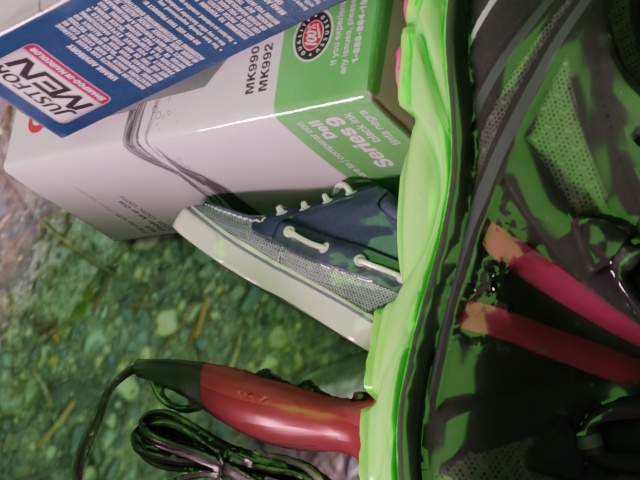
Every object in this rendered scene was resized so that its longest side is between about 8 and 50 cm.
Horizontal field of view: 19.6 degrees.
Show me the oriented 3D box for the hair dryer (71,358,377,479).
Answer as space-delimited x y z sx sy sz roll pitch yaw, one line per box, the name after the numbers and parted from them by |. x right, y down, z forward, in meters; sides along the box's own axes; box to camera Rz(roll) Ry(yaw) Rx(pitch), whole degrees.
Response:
0.004 0.100 0.988 0.293 0.080 0.224 -41 72 11 | hair dryer

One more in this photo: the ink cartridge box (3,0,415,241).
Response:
-0.042 -0.129 1.155 0.289 0.121 0.211 -9 61 35 | ink cartridge box

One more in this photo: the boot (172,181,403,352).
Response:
0.000 0.000 1.096 0.190 0.069 0.086 29 86 35 | boot

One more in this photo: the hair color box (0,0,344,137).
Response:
-0.048 -0.210 1.045 0.347 0.105 0.174 -22 54 26 | hair color box

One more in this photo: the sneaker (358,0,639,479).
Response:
0.141 0.045 0.837 0.202 0.185 0.483 -8 78 36 | sneaker
